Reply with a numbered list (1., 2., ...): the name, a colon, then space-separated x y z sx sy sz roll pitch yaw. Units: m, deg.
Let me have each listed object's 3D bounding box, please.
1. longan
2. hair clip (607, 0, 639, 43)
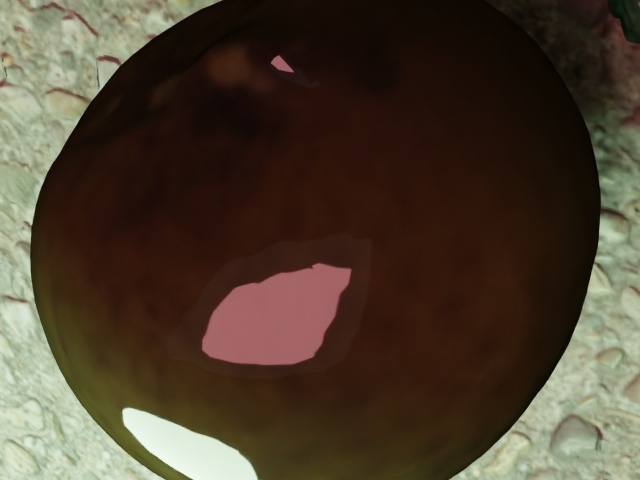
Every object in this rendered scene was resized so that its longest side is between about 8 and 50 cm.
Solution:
1. longan: 0.000 0.000 0.916 0.319 0.319 0.319 16 127 22
2. hair clip: 0.203 -0.123 0.846 0.195 0.052 0.124 39 151 37
